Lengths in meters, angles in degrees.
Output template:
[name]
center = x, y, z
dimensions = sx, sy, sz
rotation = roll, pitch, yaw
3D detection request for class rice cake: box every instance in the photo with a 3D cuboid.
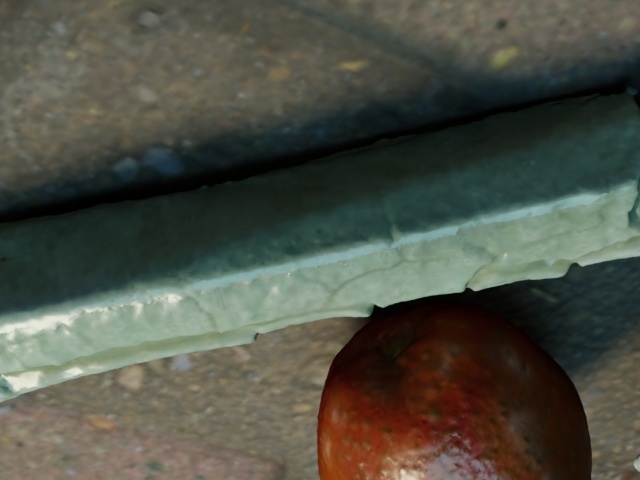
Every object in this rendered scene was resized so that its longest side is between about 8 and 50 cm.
[rice cake]
center = 0.000, 0.000, 0.709
dimensions = 0.336, 0.066, 0.063
rotation = -12, 145, 6

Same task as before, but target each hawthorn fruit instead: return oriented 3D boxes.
[hawthorn fruit]
center = 0.059, 0.092, 0.775
dimensions = 0.133, 0.133, 0.138
rotation = -15, 120, 7

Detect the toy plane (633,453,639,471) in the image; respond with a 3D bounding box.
[toy plane]
center = 0.284, 0.107, 0.823
dimensions = 0.267, 0.122, 0.267
rotation = -6, 138, -5
